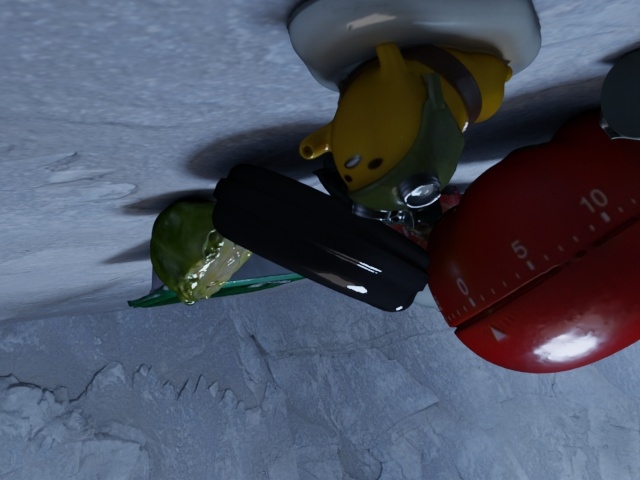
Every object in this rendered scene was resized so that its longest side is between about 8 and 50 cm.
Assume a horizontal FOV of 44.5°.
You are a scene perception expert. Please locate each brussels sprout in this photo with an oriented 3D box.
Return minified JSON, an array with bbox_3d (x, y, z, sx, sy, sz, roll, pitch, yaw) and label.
[{"bbox_3d":[-0.172,0.002,1.094,0.151,0.122,0.149,-50,168,17],"label":"brussels sprout"}]

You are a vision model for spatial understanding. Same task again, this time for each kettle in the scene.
[{"bbox_3d":[0.370,-0.146,0.790,0.148,0.098,0.126,-1,174,-40],"label":"kettle"}]

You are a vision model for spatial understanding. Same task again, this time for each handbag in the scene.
[{"bbox_3d":[-0.001,0.001,0.957,0.253,0.093,0.308,22,178,34],"label":"handbag"}]

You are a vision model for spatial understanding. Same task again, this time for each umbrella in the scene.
[{"bbox_3d":[0.078,-0.068,1.006,0.143,0.094,0.349,-16,171,7],"label":"umbrella"}]

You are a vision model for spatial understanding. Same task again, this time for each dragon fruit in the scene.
[{"bbox_3d":[0.196,-0.024,1.468,0.211,0.147,0.282,-28,168,38],"label":"dragon fruit"}]

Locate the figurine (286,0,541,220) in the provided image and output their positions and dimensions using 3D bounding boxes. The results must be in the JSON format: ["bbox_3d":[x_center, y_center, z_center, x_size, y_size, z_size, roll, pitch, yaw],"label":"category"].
[{"bbox_3d":[0.089,-0.093,0.578,0.249,0.141,0.166,-6,170,-40],"label":"figurine"}]

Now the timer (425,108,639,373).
[{"bbox_3d":[0.329,0.011,1.049,0.378,0.279,0.378,-33,172,-5],"label":"timer"}]

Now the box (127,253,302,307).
[{"bbox_3d":[-0.193,0.052,1.549,0.336,0.106,0.264,-7,173,-38],"label":"box"}]

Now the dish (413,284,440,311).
[{"bbox_3d":[0.258,0.075,1.447,0.227,0.086,0.236,-21,169,11],"label":"dish"}]
